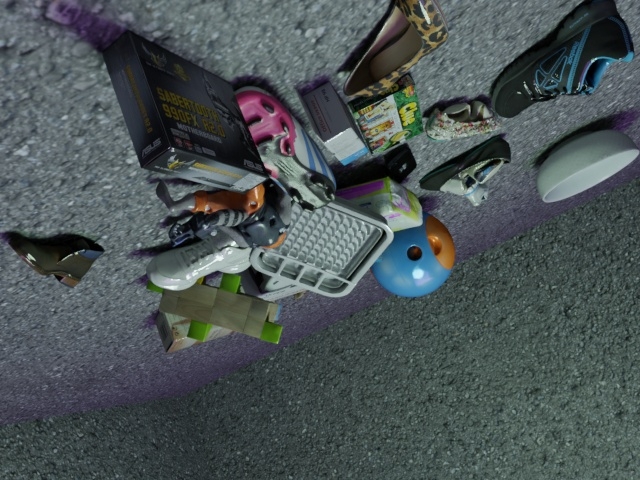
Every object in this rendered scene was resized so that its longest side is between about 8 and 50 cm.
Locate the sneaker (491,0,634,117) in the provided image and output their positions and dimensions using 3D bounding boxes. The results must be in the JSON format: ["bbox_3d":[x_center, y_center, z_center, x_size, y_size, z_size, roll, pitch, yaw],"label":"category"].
[{"bbox_3d":[0.503,-0.351,1.328,0.125,0.139,0.341,-15,163,-33],"label":"sneaker"}]

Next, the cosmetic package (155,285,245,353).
[{"bbox_3d":[-0.388,0.266,2.095,0.296,0.129,0.153,-15,161,-29],"label":"cosmetic package"}]

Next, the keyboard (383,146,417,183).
[{"bbox_3d":[0.198,-0.195,1.622,0.100,0.038,0.192,-44,163,5],"label":"keyboard"}]

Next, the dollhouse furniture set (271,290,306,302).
[{"bbox_3d":[-0.162,0.168,2.093,0.129,0.128,0.184,-11,160,-36],"label":"dollhouse furniture set"}]

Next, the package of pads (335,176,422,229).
[{"bbox_3d":[0.136,-0.082,1.675,0.229,0.101,0.297,-13,169,22],"label":"package of pads"}]

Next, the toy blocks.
[{"bbox_3d":[-0.266,0.188,1.750,0.382,0.190,0.261,14,175,8],"label":"toy blocks"}]

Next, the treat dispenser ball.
[{"bbox_3d":[0.294,0.042,2.031,0.288,0.288,0.288,-21,164,-7],"label":"treat dispenser ball"}]

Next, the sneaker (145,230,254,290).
[{"bbox_3d":[-0.291,0.027,1.550,0.305,0.114,0.152,-18,152,-38],"label":"sneaker"}]

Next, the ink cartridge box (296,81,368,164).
[{"bbox_3d":[0.026,-0.220,1.154,0.060,0.104,0.180,-27,164,12],"label":"ink cartridge box"}]

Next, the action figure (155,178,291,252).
[{"bbox_3d":[-0.195,-0.041,1.313,0.341,0.178,0.330,-31,153,14],"label":"action figure"}]

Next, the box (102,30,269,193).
[{"bbox_3d":[-0.183,-0.171,0.885,0.056,0.183,0.231,-29,162,22],"label":"box"}]

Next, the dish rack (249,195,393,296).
[{"bbox_3d":[0.000,0.000,1.564,0.286,0.072,0.332,21,138,-13],"label":"dish rack"}]

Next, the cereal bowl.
[{"bbox_3d":[0.881,-0.271,2.100,0.339,0.141,0.339,-22,164,-6],"label":"cereal bowl"}]

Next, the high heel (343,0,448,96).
[{"bbox_3d":[0.105,-0.308,0.991,0.186,0.093,0.261,-32,172,8],"label":"high heel"}]

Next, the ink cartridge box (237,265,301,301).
[{"bbox_3d":[-0.095,0.069,1.866,0.223,0.128,0.307,-15,162,-28],"label":"ink cartridge box"}]

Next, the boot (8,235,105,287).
[{"bbox_3d":[-0.530,0.018,1.257,0.106,0.082,0.219,-44,161,-7],"label":"boot"}]

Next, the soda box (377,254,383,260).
[{"bbox_3d":[0.113,0.026,1.779,0.071,0.067,0.210,-9,171,23],"label":"soda box"}]

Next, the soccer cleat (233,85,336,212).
[{"bbox_3d":[-0.080,-0.181,1.151,0.116,0.143,0.331,-27,140,12],"label":"soccer cleat"}]

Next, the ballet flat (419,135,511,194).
[{"bbox_3d":[0.421,-0.195,1.791,0.281,0.096,0.095,-31,161,24],"label":"ballet flat"}]

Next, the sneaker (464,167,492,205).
[{"bbox_3d":[0.490,-0.167,1.906,0.071,0.082,0.190,-20,-162,45],"label":"sneaker"}]

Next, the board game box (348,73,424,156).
[{"bbox_3d":[0.148,-0.261,1.331,0.136,0.030,0.260,-28,164,7],"label":"board game box"}]

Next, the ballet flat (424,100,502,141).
[{"bbox_3d":[0.346,-0.285,1.445,0.241,0.091,0.077,-18,133,-34],"label":"ballet flat"}]
